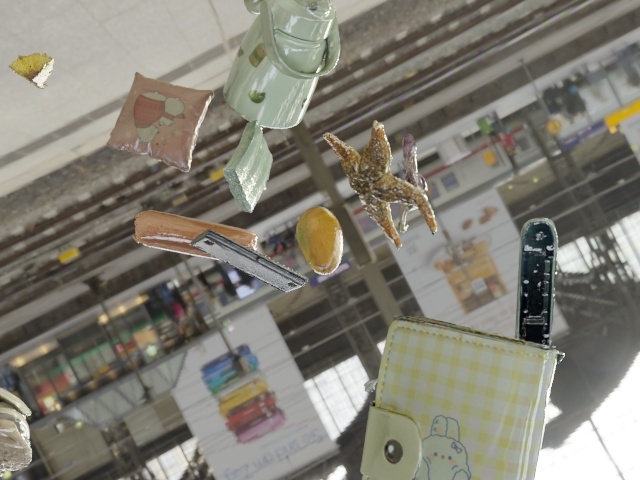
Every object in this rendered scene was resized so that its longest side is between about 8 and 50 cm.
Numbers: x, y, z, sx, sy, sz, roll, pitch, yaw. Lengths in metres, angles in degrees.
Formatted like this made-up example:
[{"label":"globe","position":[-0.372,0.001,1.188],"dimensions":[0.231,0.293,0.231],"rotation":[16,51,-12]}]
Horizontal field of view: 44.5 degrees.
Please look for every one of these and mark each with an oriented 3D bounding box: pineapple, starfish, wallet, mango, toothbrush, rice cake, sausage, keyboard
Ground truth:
[{"label":"pineapple","position":[-0.747,-0.432,2.058],"dimensions":[0.114,0.077,0.114],"rotation":[-21,154,-12]},{"label":"starfish","position":[0.102,-0.085,1.211],"dimensions":[0.138,0.247,0.050],"rotation":[5,-131,50]},{"label":"wallet","position":[0.143,0.250,0.887],"dimensions":[0.223,0.310,0.077],"rotation":[10,176,38]},{"label":"mango","position":[0.000,0.000,1.241],"dimensions":[0.078,0.114,0.057],"rotation":[9,152,-34]},{"label":"toothbrush","position":[0.197,0.349,2.042],"dimensions":[0.024,0.026,0.288],"rotation":[21,145,-25]},{"label":"rice cake","position":[-0.156,-0.168,1.752],"dimensions":[0.043,0.127,0.237],"rotation":[-6,-144,16]},{"label":"sausage","position":[-0.288,-0.007,1.812],"dimensions":[0.289,0.086,0.086],"rotation":[12,168,-15]},{"label":"keyboard","position":[-0.136,0.040,1.516],"dimensions":[0.093,0.230,0.025],"rotation":[-26,-138,52]}]

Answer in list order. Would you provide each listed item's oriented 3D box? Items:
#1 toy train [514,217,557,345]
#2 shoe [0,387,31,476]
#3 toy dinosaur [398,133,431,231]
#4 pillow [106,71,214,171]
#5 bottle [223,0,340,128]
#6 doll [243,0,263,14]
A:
[{"label":"toy train","position":[0.517,0.106,1.878],"dimensions":[0.086,0.407,0.088],"rotation":[1,-148,10]},{"label":"shoe","position":[-0.387,0.221,0.929],"dimensions":[0.180,0.089,0.092],"rotation":[-37,-144,44]},{"label":"toy dinosaur","position":[0.203,-0.103,1.739],"dimensions":[0.072,0.200,0.251],"rotation":[3,-134,12]},{"label":"pillow","position":[-0.404,-0.306,1.979],"dimensions":[0.084,0.236,0.223],"rotation":[69,40,-76]},{"label":"bottle","position":[-0.073,-0.448,1.820],"dimensions":[0.229,0.229,0.352],"rotation":[-27,154,-46]},{"label":"doll","position":[-0.106,-0.779,2.132],"dimensions":[0.235,0.174,0.330],"rotation":[7,132,-20]}]
